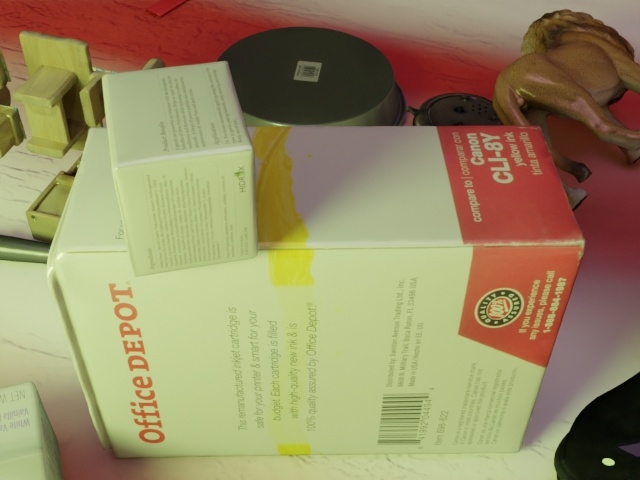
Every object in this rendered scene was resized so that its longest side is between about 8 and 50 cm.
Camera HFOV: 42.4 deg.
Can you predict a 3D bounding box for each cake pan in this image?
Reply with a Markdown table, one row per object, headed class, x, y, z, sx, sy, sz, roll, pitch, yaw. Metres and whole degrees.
| class | x | y | z | sx | sy | sz | roll | pitch | yaw |
| --- | --- | --- | --- | --- | --- | --- | --- | --- | --- |
| cake pan | -0.023 | -0.215 | 1.159 | 0.293 | 0.054 | 0.293 | 1 | 44 | -1 |

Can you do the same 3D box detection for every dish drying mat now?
| class | x | y | z | sx | sy | sz | roll | pitch | yaw |
| --- | --- | --- | --- | --- | --- | --- | --- | --- | --- |
| dish drying mat | -0.252 | -0.393 | 1.370 | 0.032 | 0.008 | 0.083 | 26 | 48 | 22 |

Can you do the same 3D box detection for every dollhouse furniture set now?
| class | x | y | z | sx | sy | sz | roll | pitch | yaw |
| --- | --- | --- | --- | --- | --- | --- | --- | --- | --- |
| dollhouse furniture set | -0.266 | -0.131 | 0.929 | 0.212 | 0.242 | 0.161 | 13 | 45 | 11 |

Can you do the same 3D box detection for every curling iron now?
| class | x | y | z | sx | sy | sz | roll | pitch | yaw |
| --- | --- | --- | --- | --- | --- | --- | --- | --- | --- |
| curling iron | -0.383 | -0.005 | 0.943 | 0.274 | 0.035 | 0.068 | 10 | 45 | 9 |

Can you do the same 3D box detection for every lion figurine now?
| class | x | y | z | sx | sy | sz | roll | pitch | yaw |
| --- | --- | --- | --- | --- | --- | --- | --- | --- | --- |
| lion figurine | 0.307 | -0.189 | 1.026 | 0.240 | 0.142 | 0.392 | 47 | 33 | 13 |

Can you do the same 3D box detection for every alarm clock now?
| class | x | y | z | sx | sy | sz | roll | pitch | yaw |
| --- | --- | --- | --- | --- | --- | --- | --- | --- | --- |
| alarm clock | 0.205 | -0.141 | 1.086 | 0.192 | 0.064 | 0.129 | 8 | 44 | 3 |

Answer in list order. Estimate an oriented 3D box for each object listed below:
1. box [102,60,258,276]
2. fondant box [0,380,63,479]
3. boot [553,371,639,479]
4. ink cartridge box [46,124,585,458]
| class | x | y | z | sx | sy | sz | roll | pitch | yaw |
| --- | --- | --- | --- | --- | --- | --- | --- | --- | --- |
| box | -0.093 | -0.048 | 0.551 | 0.087 | 0.102 | 0.101 | -8 | 46 | -12 |
| fondant box | -0.304 | 0.284 | 0.605 | 0.238 | 0.096 | 0.330 | -13 | 47 | -15 |
| boot | 0.335 | 0.062 | 0.702 | 0.348 | 0.260 | 0.131 | -24 | 24 | -10 |
| ink cartridge box | -0.006 | 0.051 | 0.720 | 0.384 | 0.279 | 0.160 | -1 | 45 | -2 |
